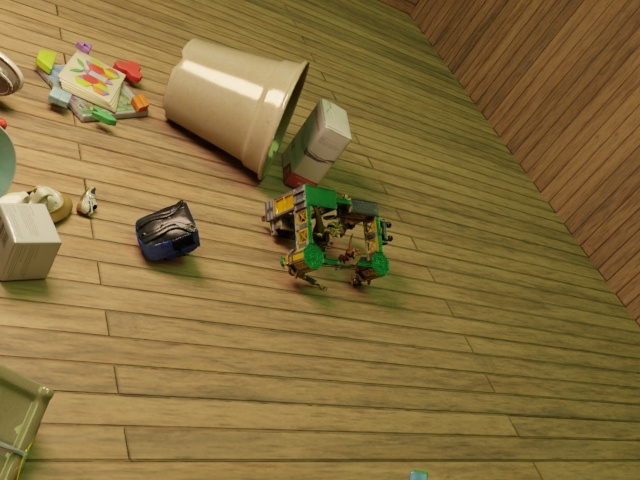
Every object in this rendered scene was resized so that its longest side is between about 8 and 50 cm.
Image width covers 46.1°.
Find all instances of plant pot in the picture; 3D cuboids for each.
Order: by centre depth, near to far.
[{"bbox_3d":[-0.231,-0.367,1.966,0.305,0.334,0.334,22,32,-2],"label":"plant pot"}]

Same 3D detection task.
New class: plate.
[{"bbox_3d":[-0.639,-0.133,1.358,0.024,0.188,0.188,24,22,32],"label":"plate"}]

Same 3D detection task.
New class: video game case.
[{"bbox_3d":[-0.566,-0.374,1.884,0.193,0.023,0.212,46,33,16],"label":"video game case"}]

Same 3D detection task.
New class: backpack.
[{"bbox_3d":[-0.320,-0.007,1.570,0.120,0.101,0.098,-19,50,-16],"label":"backpack"}]

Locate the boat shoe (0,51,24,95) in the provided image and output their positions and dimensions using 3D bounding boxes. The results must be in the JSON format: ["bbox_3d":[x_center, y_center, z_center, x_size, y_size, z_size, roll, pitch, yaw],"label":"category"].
[{"bbox_3d":[-0.797,-0.383,1.586,0.324,0.117,0.097,25,37,-10],"label":"boat shoe"}]

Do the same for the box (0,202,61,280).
[{"bbox_3d":[-0.531,0.002,1.344,0.087,0.102,0.101,-2,47,-43],"label":"box"}]

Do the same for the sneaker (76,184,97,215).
[{"bbox_3d":[-0.484,-0.081,1.577,0.037,0.032,0.083,38,33,-25],"label":"sneaker"}]

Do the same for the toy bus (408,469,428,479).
[{"bbox_3d":[0.123,0.507,1.308,0.104,0.202,0.191,7,38,10],"label":"toy bus"}]

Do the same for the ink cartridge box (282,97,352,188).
[{"bbox_3d":[-0.013,-0.261,2.091,0.092,0.218,0.159,22,34,-22],"label":"ink cartridge box"}]

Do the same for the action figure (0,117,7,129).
[{"bbox_3d":[-0.705,-0.141,1.393,0.091,0.139,0.280,45,54,8],"label":"action figure"}]

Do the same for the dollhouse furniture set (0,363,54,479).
[{"bbox_3d":[-0.556,0.240,1.042,0.301,0.151,0.198,38,48,-31],"label":"dollhouse furniture set"}]

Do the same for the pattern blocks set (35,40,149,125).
[{"bbox_3d":[-0.563,-0.401,1.875,0.285,0.026,0.325,17,36,-29],"label":"pattern blocks set"}]

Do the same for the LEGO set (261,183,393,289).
[{"bbox_3d":[0.000,0.000,1.855,0.331,0.192,0.255,-2,78,-42],"label":"LEGO set"}]

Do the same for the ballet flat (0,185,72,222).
[{"bbox_3d":[-0.554,-0.065,1.437,0.080,0.073,0.232,43,32,9],"label":"ballet flat"}]
